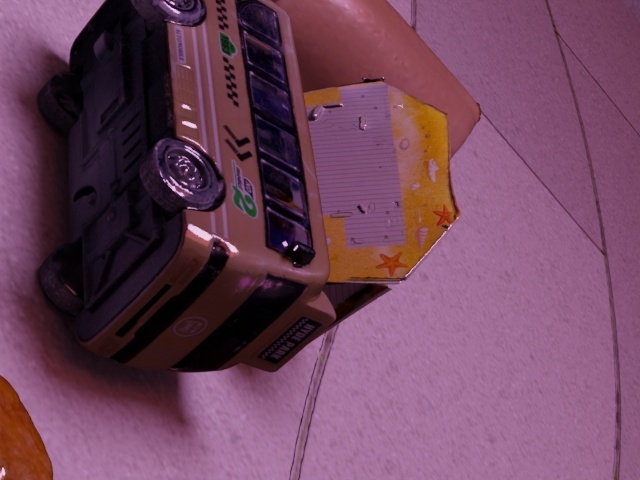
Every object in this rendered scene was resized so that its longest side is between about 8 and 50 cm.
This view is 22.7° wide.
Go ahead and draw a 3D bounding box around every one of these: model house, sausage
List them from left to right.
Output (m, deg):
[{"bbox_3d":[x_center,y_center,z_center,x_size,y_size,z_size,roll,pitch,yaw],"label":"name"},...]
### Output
[{"bbox_3d":[0.000,0.000,1.197,0.136,0.207,0.219,87,-2,-46],"label":"model house"},{"bbox_3d":[0.026,-0.165,1.445,0.253,0.123,0.123,45,27,-23],"label":"sausage"}]

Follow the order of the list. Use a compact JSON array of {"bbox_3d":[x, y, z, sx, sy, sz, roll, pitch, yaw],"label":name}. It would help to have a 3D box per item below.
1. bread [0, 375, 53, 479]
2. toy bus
[{"bbox_3d":[-0.219,0.127,0.617,0.268,0.146,0.268,40,28,-27],"label":"bread"},{"bbox_3d":[-0.085,-0.050,1.049,0.157,0.139,0.289,23,39,-32],"label":"toy bus"}]
